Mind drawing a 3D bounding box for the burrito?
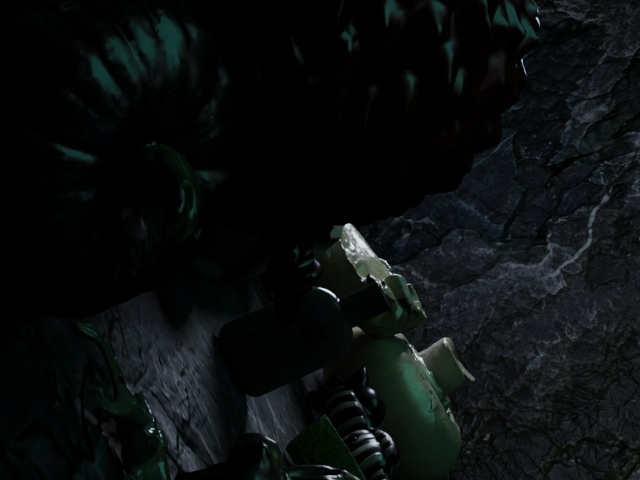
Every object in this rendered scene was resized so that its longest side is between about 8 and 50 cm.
[{"bbox_3d":[0.002,0.001,1.564,0.347,0.107,0.175,46,4,13],"label":"burrito"}]

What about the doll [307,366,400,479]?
[{"bbox_3d":[0.043,0.238,1.373,0.067,0.091,0.219,53,11,-36],"label":"doll"}]

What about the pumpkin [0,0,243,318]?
[{"bbox_3d":[-0.125,-0.053,0.616,0.194,0.150,0.194,-2,90,-76],"label":"pumpkin"}]

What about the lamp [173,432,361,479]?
[{"bbox_3d":[-0.036,0.203,0.609,0.215,0.151,0.223,-40,148,-79],"label":"lamp"}]

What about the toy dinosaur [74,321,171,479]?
[{"bbox_3d":[-0.110,0.125,0.703,0.180,0.037,0.058,65,10,11],"label":"toy dinosaur"}]

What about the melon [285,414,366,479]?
[{"bbox_3d":[0.045,0.311,1.193,0.261,0.053,0.114,57,-22,6],"label":"melon"}]

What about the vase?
[{"bbox_3d":[-0.066,-0.031,1.286,0.165,0.165,0.360,65,10,-1],"label":"vase"}]

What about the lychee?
[{"bbox_3d":[-0.026,-0.177,0.947,0.424,0.425,0.499,-89,174,-78],"label":"lychee"}]

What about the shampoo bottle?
[{"bbox_3d":[-0.012,0.088,1.112,0.040,0.165,0.080,-62,127,-83],"label":"shampoo bottle"}]

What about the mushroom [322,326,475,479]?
[{"bbox_3d":[0.115,0.217,1.611,0.246,0.202,0.246,55,0,0],"label":"mushroom"}]
